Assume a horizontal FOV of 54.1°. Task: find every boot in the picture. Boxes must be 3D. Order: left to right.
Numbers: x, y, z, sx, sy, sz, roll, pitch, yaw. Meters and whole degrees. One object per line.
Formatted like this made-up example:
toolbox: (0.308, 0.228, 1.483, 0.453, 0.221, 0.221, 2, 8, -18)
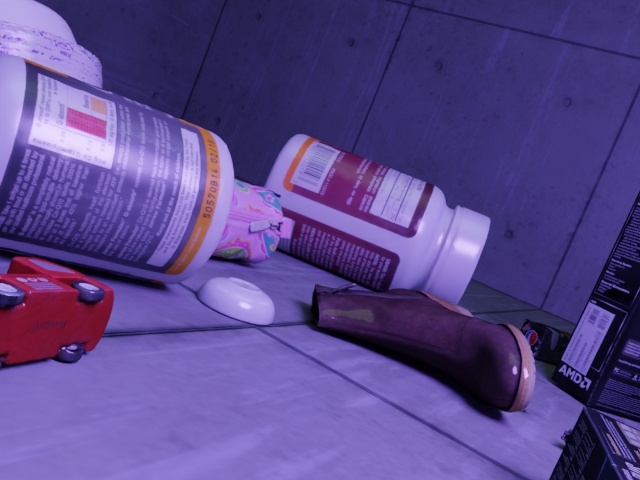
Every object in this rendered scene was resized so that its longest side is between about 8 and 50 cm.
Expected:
boot: (0.097, 0.111, 0.691, 0.207, 0.090, 0.248, 9, 9, -9)

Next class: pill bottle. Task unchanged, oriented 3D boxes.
pill bottle: (-0.229, -0.063, 0.544, 0.279, 0.162, 0.162, 18, 7, -38)
pill bottle: (0.096, -0.030, 1.172, 0.393, 0.223, 0.224, 23, 6, 7)

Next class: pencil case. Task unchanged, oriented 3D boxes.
pencil case: (-0.165, -0.043, 0.810, 0.124, 0.124, 0.284, 26, 6, 38)

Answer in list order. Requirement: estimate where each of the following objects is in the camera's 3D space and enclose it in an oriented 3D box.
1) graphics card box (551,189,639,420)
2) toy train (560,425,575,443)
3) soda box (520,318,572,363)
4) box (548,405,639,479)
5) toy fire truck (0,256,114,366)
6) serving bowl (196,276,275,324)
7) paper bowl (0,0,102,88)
graphics card box: (0.524, 0.088, 0.922, 0.233, 0.370, 0.094, 19, 7, -21)
toy train: (0.306, 0.218, 0.619, 0.158, 0.027, 0.036, 21, 16, -15)
soda box: (0.440, 0.196, 1.162, 0.169, 0.060, 0.053, 19, 7, -33)
box: (0.215, 0.179, 0.354, 0.148, 0.077, 0.180, 24, 5, 15)
toy fire truck: (-0.219, 0.024, 0.330, 0.135, 0.047, 0.192, 22, 5, 19)
serving bowl: (-0.083, 0.057, 0.643, 0.084, 0.027, 0.083, 22, 5, -2)
paper bowl: (-0.431, -0.226, 0.810, 0.285, 0.147, 0.284, 2, -3, 0)
